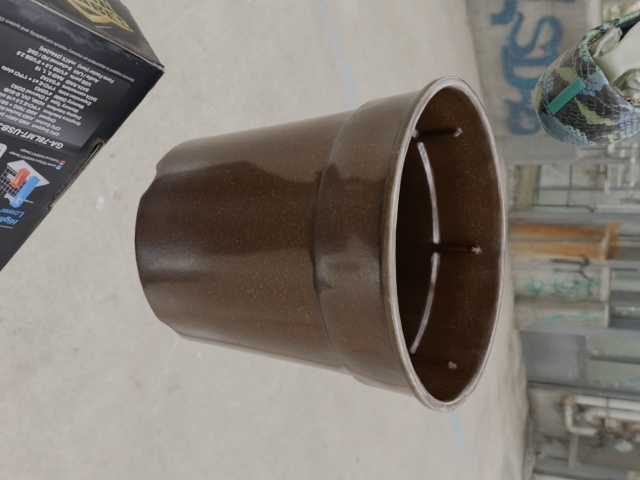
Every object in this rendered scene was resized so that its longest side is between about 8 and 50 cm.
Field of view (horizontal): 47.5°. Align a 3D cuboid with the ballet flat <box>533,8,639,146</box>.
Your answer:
[{"bbox_3d":[0.196,-0.103,0.361,0.188,0.070,0.070,-30,131,-10],"label":"ballet flat"}]

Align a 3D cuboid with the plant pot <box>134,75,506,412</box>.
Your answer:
[{"bbox_3d":[0.000,0.000,0.406,0.167,0.165,0.166,-4,95,-59],"label":"plant pot"}]

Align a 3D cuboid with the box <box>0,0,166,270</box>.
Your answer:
[{"bbox_3d":[-0.269,-0.038,0.312,0.296,0.293,0.073,18,34,-53],"label":"box"}]
